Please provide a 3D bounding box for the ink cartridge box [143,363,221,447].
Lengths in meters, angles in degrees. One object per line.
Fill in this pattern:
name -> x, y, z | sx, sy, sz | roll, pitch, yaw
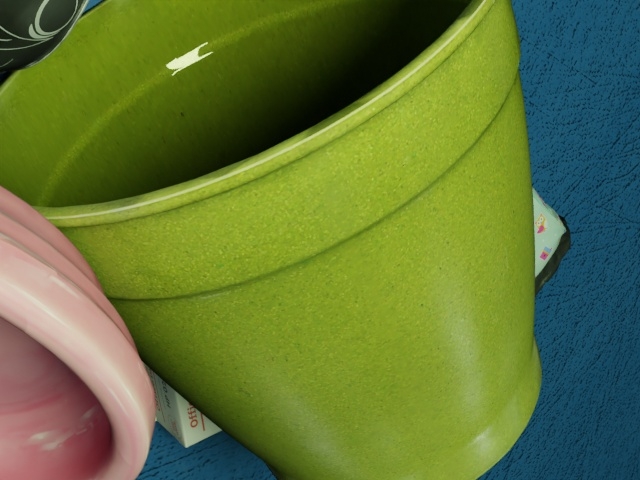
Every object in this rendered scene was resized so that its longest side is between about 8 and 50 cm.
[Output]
ink cartridge box -> -0.096, 0.110, 0.894 | 0.181, 0.061, 0.104 | -22, 118, -29

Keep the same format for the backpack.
backpack -> 0.166, -0.016, 1.010 | 0.182, 0.115, 0.152 | 41, 84, -37

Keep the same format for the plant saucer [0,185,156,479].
plant saucer -> -0.248, 0.048, 0.540 | 0.332, 0.332, 0.084 | 48, 38, -39

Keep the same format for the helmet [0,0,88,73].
helmet -> -0.234, -0.188, 0.609 | 0.161, 0.169, 0.169 | 18, 96, -57

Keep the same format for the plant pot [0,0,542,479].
plant pot -> 0.000, 0.000, 0.722 | 0.366, 0.366, 0.353 | -38, 126, -19
